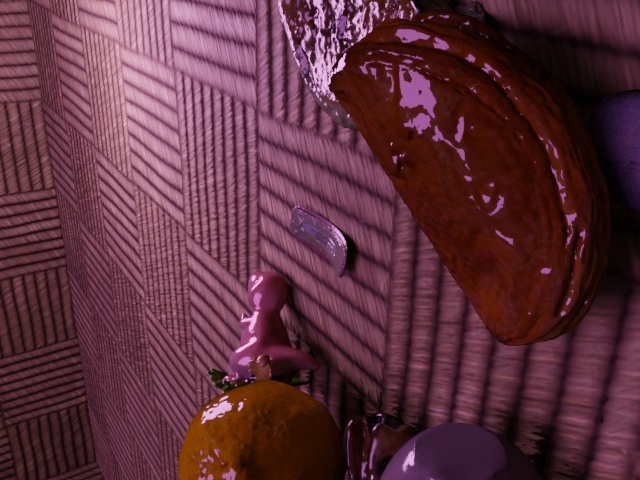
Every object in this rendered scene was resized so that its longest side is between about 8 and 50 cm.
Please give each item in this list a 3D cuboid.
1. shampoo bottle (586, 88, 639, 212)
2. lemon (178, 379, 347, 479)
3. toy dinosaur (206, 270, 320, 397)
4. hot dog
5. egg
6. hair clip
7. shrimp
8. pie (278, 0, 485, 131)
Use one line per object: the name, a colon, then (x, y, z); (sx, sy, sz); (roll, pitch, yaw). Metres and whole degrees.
shampoo bottle: (0.268, -0.034, 0.403); (0.234, 0.049, 0.087); (32, 135, 51)
lemon: (-0.069, 0.276, 0.844); (0.204, 0.204, 0.260); (66, -173, 18)
toy dinosaur: (-0.064, 0.153, 1.014); (0.194, 0.152, 0.177); (38, 105, 56)
hot dog: (0.123, -0.049, 0.525); (0.272, 0.122, 0.196); (54, 174, -2)
egg: (0.136, 0.289, 0.637); (0.176, 0.176, 0.232); (16, 117, 57)
hair clip: (0.001, -0.001, 0.903); (0.137, 0.022, 0.054); (39, 133, 47)
shrimp: (0.092, 0.416, 0.856); (0.221, 0.110, 0.445); (-131, 36, -66)
pie: (0.046, -0.250, 0.677); (0.302, 0.067, 0.302); (30, 126, 52)
